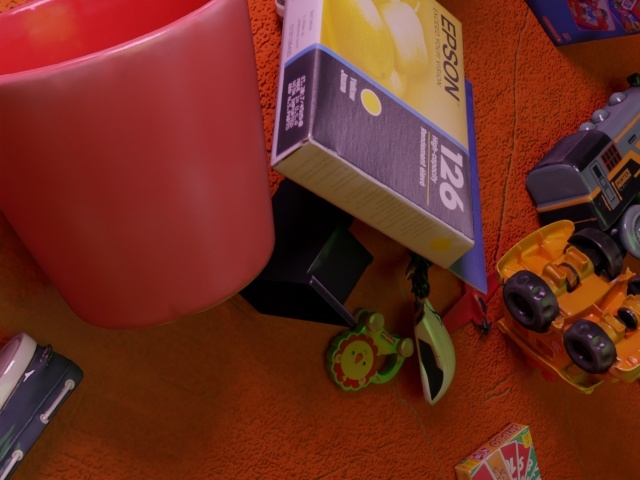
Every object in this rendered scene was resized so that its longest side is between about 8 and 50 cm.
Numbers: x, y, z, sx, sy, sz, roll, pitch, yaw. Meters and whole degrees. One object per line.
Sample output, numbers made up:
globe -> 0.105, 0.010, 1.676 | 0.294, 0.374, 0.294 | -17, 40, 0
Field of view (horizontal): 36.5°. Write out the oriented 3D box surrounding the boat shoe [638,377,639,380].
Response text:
boat shoe -> 0.575, 0.102, 1.528 | 0.104, 0.089, 0.285 | 42, 62, -15

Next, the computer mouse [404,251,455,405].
computer mouse -> 0.136, 0.106, 1.171 | 0.106, 0.042, 0.193 | -66, 148, -70

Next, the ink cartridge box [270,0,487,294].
ink cartridge box -> 0.088, -0.138, 0.992 | 0.307, 0.072, 0.304 | 27, 49, -33

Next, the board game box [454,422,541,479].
board game box -> 0.260, 0.390, 1.312 | 0.124, 0.039, 0.260 | -27, 111, -34

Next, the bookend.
bookend -> 0.000, 0.000, 1.006 | 0.072, 0.156, 0.157 | 46, 64, -30

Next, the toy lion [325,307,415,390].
toy lion -> 0.053, 0.136, 1.138 | 0.100, 0.034, 0.096 | 39, 75, -33

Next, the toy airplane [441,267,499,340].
toy airplane -> 0.192, 0.058, 1.244 | 0.151, 0.028, 0.151 | -1, 92, -40

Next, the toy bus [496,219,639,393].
toy bus -> 0.332, 0.119, 1.241 | 0.149, 0.220, 0.211 | -29, 142, -24

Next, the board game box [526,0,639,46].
board game box -> 0.317, -0.402, 1.194 | 0.347, 0.233, 0.078 | 47, 65, -31

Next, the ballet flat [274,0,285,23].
ballet flat -> 0.008, -0.291, 1.076 | 0.168, 0.057, 0.052 | -46, 146, -24

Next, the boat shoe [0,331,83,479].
boat shoe -> -0.290, 0.204, 0.826 | 0.079, 0.095, 0.255 | 35, 61, -22

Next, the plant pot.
plant pot -> -0.161, -0.077, 0.823 | 0.275, 0.275, 0.243 | -36, 124, -32

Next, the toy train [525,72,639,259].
toy train -> 0.430, -0.100, 1.368 | 0.334, 0.142, 0.190 | -42, 107, -30
